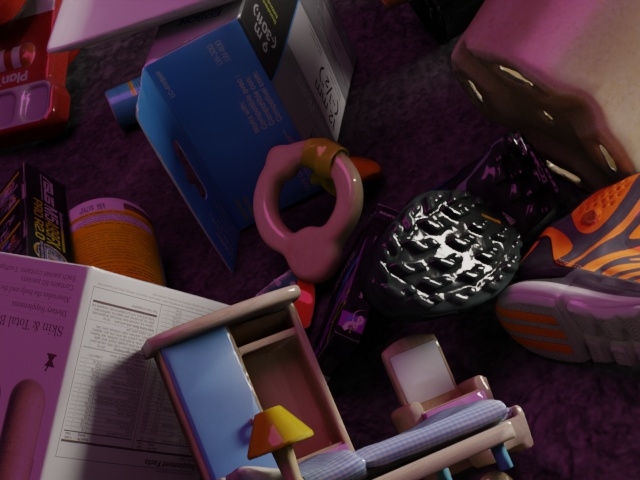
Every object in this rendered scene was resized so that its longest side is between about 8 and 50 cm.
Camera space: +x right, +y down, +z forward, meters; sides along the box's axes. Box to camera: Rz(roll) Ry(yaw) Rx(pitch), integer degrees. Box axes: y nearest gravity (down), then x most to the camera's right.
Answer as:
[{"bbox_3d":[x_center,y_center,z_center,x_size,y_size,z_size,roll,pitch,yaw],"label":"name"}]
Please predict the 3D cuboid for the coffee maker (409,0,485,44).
[{"bbox_3d":[0.195,-0.319,1.553,0.178,0.120,0.171,-32,41,-4],"label":"coffee maker"}]

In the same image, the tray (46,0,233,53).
[{"bbox_3d":[-0.153,-0.268,1.378,0.270,0.030,0.145,-15,41,18],"label":"tray"}]

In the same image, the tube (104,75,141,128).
[{"bbox_3d":[-0.176,-0.210,1.708,0.207,0.052,0.080,-25,50,-6],"label":"tube"}]

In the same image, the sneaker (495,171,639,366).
[{"bbox_3d":[0.317,0.023,1.130,0.321,0.125,0.180,11,55,37],"label":"sneaker"}]

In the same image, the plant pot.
[{"bbox_3d":[0.301,-0.224,1.277,0.305,0.334,0.334,-50,44,-8],"label":"plant pot"}]

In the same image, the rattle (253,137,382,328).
[{"bbox_3d":[0.000,0.000,1.399,0.130,0.143,0.200,-5,80,11],"label":"rattle"}]

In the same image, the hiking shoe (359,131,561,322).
[{"bbox_3d":[0.117,0.010,1.216,0.132,0.113,0.304,-40,-4,40],"label":"hiking shoe"}]

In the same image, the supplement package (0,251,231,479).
[{"bbox_3d":[-0.233,0.157,1.160,0.199,0.198,0.263,7,82,36],"label":"supplement package"}]

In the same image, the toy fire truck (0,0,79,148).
[{"bbox_3d":[-0.476,-0.232,1.824,0.302,0.169,0.254,-10,62,21],"label":"toy fire truck"}]

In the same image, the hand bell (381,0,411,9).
[{"bbox_3d":[0.170,-0.337,1.476,0.242,0.126,0.126,-37,40,7],"label":"hand bell"}]

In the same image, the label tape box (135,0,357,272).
[{"bbox_3d":[-0.072,-0.177,1.453,0.115,0.249,0.348,-10,43,21],"label":"label tape box"}]

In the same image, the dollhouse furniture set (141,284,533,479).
[{"bbox_3d":[0.029,0.104,0.978,0.286,0.303,0.198,-20,81,-20],"label":"dollhouse furniture set"}]

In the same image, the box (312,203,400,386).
[{"bbox_3d":[0.028,0.057,1.271,0.029,0.116,0.162,24,52,-3],"label":"box"}]

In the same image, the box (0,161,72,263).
[{"bbox_3d":[-0.369,0.074,1.408,0.270,0.060,0.216,-48,29,15],"label":"box"}]

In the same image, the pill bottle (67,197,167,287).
[{"bbox_3d":[-0.220,0.059,1.396,0.117,0.117,0.215,-24,40,5],"label":"pill bottle"}]

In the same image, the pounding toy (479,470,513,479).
[{"bbox_3d":[0.150,0.256,0.959,0.154,0.154,0.270,-21,41,9],"label":"pounding toy"}]
